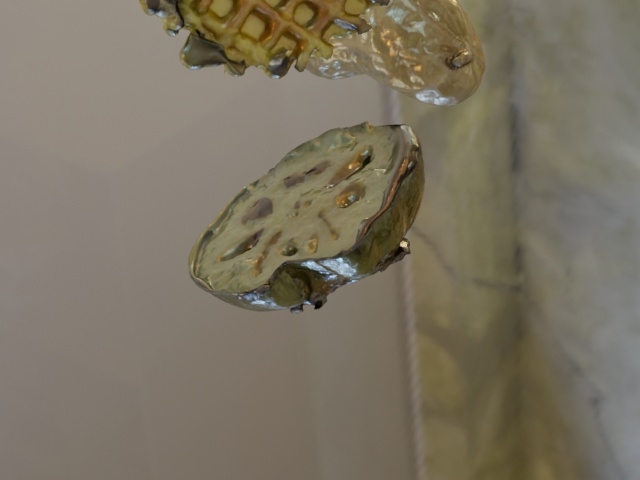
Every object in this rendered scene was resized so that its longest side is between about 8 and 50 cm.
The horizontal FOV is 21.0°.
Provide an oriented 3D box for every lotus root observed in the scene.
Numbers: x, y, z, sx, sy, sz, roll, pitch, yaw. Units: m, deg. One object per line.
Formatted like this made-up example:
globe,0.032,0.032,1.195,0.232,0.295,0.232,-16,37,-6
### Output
lotus root,0.002,-0.003,1.346,0.203,0.183,0.078,-51,-57,-33

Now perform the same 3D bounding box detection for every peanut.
peanut,0.082,-0.268,2.193,0.143,0.291,0.159,13,-86,-55

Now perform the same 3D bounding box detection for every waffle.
waffle,-0.063,-0.323,1.839,0.329,0.062,0.329,-3,-80,-20
